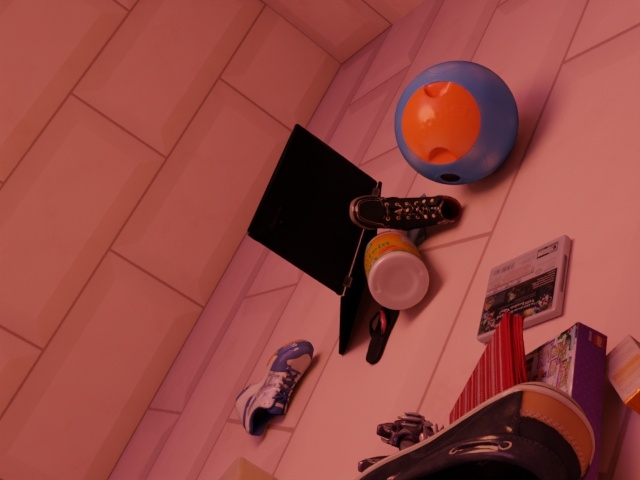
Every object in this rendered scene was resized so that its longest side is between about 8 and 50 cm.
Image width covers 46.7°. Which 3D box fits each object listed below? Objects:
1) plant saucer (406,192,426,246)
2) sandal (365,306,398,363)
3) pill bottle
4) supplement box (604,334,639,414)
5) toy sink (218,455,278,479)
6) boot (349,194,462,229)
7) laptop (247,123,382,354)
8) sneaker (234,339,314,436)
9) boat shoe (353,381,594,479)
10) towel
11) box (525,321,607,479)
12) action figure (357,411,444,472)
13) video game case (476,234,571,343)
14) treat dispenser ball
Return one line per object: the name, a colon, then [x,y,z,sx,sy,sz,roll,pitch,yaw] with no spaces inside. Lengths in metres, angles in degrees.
plant saucer: [0.254,-0.047,1.944,0.067,0.018,0.192,-43,22,34]
sandal: [0.139,0.205,1.750,0.067,0.040,0.179,-32,29,52]
pill bottle: [0.171,0.059,1.755,0.136,0.136,0.246,-51,11,12]
supplement box: [0.434,0.185,1.024,0.062,0.036,0.098,-50,18,20]
toy sink: [-0.182,0.635,1.669,0.153,0.131,0.234,-51,13,13]
boot: [0.205,-0.074,1.779,0.178,0.236,0.085,-10,78,50]
laptop: [0.000,0.000,1.861,0.408,0.236,0.382,90,-164,-50]
sneaker: [-0.106,0.400,1.983,0.296,0.111,0.131,-52,35,16]
boat shoe: [0.140,0.369,0.961,0.500,0.187,0.156,-48,-5,32]
towel: [0.259,0.267,1.170,0.199,0.031,0.275,-73,0,-53]
box: [0.317,0.283,1.063,0.201,0.057,0.293,-52,14,53]
action figure: [0.149,0.384,1.262,0.285,0.099,0.185,151,133,-78]
video game case: [0.376,0.092,1.372,0.190,0.022,0.173,-33,28,48]
treat dispenser ball: [0.317,-0.274,1.740,0.288,0.288,0.288,-48,19,22]
